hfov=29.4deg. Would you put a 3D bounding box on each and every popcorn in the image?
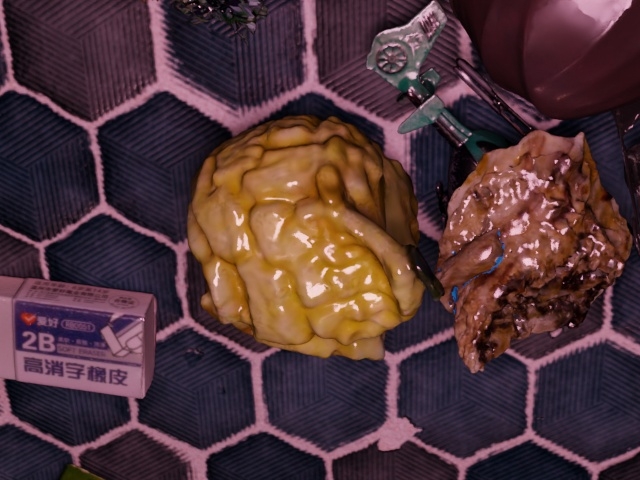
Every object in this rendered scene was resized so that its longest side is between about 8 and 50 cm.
[{"bbox_3d":[-0.008,0.003,1.280,0.237,0.293,0.293,-30,111,14],"label":"popcorn"}]

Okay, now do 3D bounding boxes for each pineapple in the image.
[{"bbox_3d":[-0.152,-0.277,1.227,0.221,0.083,0.103,20,120,-7],"label":"pineapple"}]

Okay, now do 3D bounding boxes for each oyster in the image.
[{"bbox_3d":[0.214,0.007,1.242,0.214,0.083,0.222,-21,105,-6],"label":"oyster"}]

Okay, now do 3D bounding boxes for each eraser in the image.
[{"bbox_3d":[-0.307,0.115,1.471,0.210,0.068,0.124,7,120,3],"label":"eraser"}]

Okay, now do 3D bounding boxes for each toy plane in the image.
[{"bbox_3d":[0.180,-0.075,1.295,0.155,0.106,0.382,-40,107,17],"label":"toy plane"}]

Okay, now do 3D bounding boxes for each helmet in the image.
[{"bbox_3d":[0.270,-0.224,1.101,0.305,0.177,0.225,-27,153,30],"label":"helmet"}]

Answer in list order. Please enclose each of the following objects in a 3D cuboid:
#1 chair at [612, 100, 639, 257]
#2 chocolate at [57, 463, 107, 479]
[{"bbox_3d":[0.374,-0.090,1.262,0.140,0.221,0.145,-15,158,14],"label":"chair"},{"bbox_3d":[-0.257,0.480,1.546,0.301,0.288,0.137,28,129,-9],"label":"chocolate"}]
